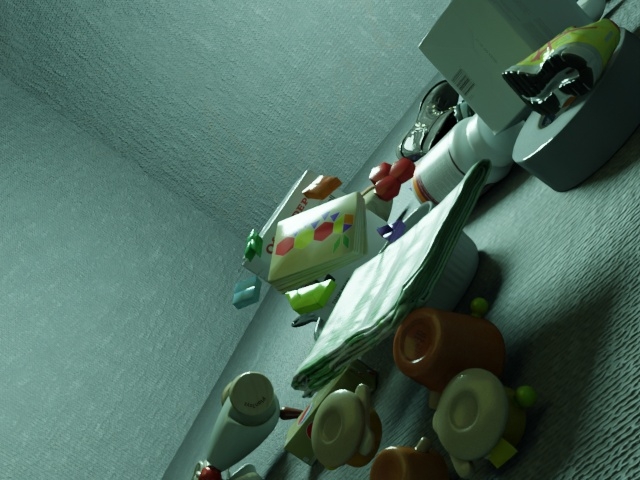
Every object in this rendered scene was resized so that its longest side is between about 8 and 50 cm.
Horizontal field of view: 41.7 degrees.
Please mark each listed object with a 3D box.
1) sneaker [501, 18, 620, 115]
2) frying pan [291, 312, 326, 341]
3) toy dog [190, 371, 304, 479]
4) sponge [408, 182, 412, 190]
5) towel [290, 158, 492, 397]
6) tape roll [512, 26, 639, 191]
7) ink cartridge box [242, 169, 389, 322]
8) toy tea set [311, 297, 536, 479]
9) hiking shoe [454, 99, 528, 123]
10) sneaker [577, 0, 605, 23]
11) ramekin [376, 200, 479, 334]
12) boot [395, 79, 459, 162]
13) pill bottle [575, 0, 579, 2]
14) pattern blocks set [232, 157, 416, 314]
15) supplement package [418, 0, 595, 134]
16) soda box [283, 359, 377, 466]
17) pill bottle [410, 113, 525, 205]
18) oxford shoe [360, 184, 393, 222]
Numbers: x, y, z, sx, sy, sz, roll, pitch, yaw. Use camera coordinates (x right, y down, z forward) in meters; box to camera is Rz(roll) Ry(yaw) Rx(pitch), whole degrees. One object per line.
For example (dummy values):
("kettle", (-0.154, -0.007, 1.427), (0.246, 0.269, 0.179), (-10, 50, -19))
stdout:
("sneaker", (0.306, -0.220, 1.053), (0.094, 0.081, 0.208), (-49, 11, -9))
("frying pan", (0.017, 0.176, 1.839), (0.326, 0.053, 0.197), (-47, 15, 39))
("toy dog", (-0.139, 0.412, 1.610), (0.220, 0.161, 0.333), (-122, 52, -81))
("sponge", (0.289, -0.200, 1.989), (0.210, 0.031, 0.117), (-54, 7, -2))
("towel", (0.081, 0.055, 1.066), (0.248, 0.038, 0.325), (-57, 5, -37))
("tape roll", (0.351, -0.173, 1.110), (0.219, 0.072, 0.219), (-54, 6, 9))
("ink cartridge box", (0.025, 0.032, 1.569), (0.201, 0.278, 0.117), (-57, 4, -17))
("toy tea set", (0.101, 0.219, 0.895), (0.336, 0.124, 0.200), (-49, 37, 26))
("hiking shoe", (0.366, -0.271, 1.562), (0.132, 0.113, 0.304), (-9, 30, 38))
("sneaker", (0.461, -0.374, 1.509), (0.061, 0.054, 0.152), (-75, 13, -47))
("ramekin", (0.149, 0.054, 1.279), (0.207, 0.109, 0.207), (-54, 5, 7))
("boot", (0.289, -0.281, 1.967), (0.263, 0.091, 0.229), (-59, 13, -10))
("pill bottle", (0.480, -0.512, 1.599), (0.153, 0.153, 0.265), (-56, 6, -12))
("pattern blocks set", (0.000, 0.000, 1.374), (0.325, 0.026, 0.285), (-14, 45, 34))
("supplement package", (0.307, -0.305, 1.321), (0.203, 0.194, 0.149), (-28, -15, -41))
("soda box", (0.016, 0.274, 1.356), (0.181, 0.058, 0.061), (-54, 6, 17))
("pill bottle", (0.255, -0.136, 1.440), (0.121, 0.121, 0.221), (-59, 7, -32))
("oxford shoe", (0.100, 0.016, 2.014), (0.130, 0.123, 0.348), (1, 59, 57))
